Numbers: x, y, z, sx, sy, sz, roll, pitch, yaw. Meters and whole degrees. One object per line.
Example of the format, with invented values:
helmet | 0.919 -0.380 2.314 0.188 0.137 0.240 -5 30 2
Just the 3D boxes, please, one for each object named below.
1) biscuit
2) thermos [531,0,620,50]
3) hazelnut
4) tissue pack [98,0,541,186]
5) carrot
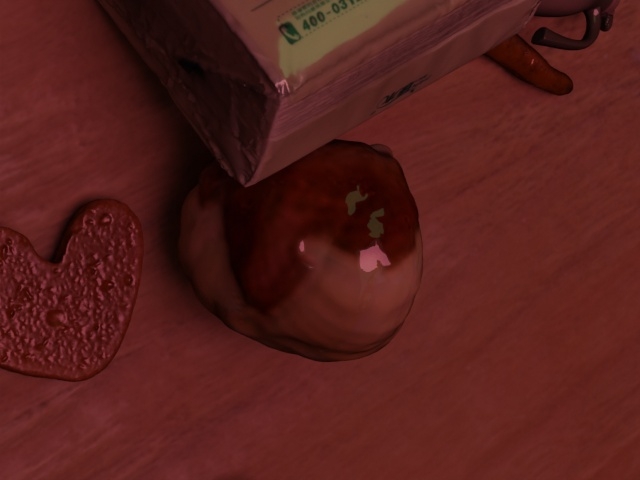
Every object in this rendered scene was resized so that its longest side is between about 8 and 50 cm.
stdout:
biscuit | -0.265 0.039 1.817 0.192 0.036 0.186 15 85 -34
thermos | 0.258 -0.279 2.088 0.193 0.105 0.137 8 73 -43
hazelnut | 0.000 0.000 1.868 0.261 0.261 0.241 38 64 -32
tissue pack | 0.001 -0.271 1.794 0.380 0.207 0.297 -30 74 -27
carrot | 0.223 -0.208 2.111 0.191 0.047 0.047 29 80 -34
